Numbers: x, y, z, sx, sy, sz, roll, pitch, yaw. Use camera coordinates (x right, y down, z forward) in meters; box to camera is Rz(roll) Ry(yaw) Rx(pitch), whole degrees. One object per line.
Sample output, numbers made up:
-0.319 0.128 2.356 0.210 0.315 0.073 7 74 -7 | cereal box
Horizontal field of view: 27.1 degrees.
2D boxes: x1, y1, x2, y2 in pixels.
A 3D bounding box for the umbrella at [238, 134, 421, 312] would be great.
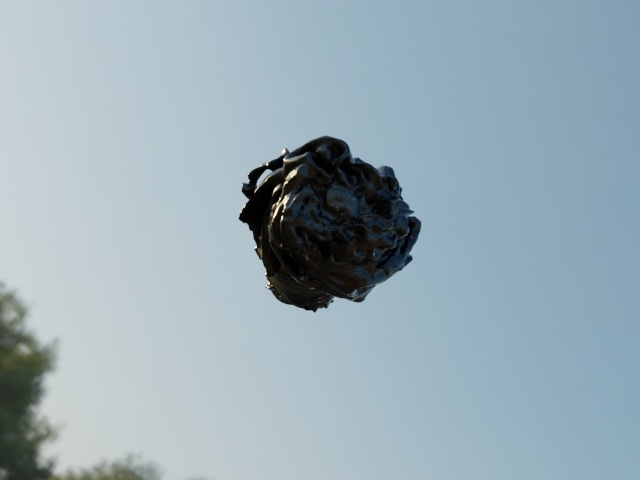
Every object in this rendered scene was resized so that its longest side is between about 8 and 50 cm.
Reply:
0.012 0.001 1.204 0.154 0.128 0.336 12 -14 7 | umbrella
